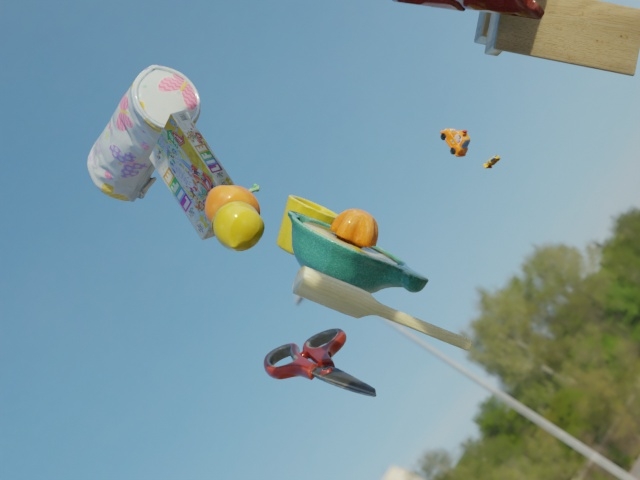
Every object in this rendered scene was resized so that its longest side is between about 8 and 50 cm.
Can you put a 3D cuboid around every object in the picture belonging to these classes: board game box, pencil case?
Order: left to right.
[{"bbox_3d":[-0.288,-0.167,1.948,0.113,0.124,0.273,-6,-22,-30],"label":"pencil case"},{"bbox_3d":[-0.179,-0.092,1.702,0.026,0.154,0.103,-20,-24,-38],"label":"board game box"}]

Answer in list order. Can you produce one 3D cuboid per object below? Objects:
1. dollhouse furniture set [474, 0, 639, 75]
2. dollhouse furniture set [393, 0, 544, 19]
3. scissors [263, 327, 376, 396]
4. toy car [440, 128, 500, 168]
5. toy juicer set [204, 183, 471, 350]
[{"bbox_3d":[0.219,-0.223,1.101,0.151,0.123,0.144,-168,89,-89],"label":"dollhouse furniture set"},{"bbox_3d":[0.060,-0.339,0.882,0.374,0.152,0.201,33,-104,-52],"label":"dollhouse furniture set"},{"bbox_3d":[-0.005,0.155,1.380,0.109,0.021,0.297,-20,12,-4],"label":"scissors"},{"bbox_3d":[0.264,-0.168,2.097,0.122,0.060,0.040,13,-44,-42],"label":"toy car"},{"bbox_3d":[0.000,0.000,1.249,0.209,0.329,0.089,19,-81,-36],"label":"toy juicer set"}]
